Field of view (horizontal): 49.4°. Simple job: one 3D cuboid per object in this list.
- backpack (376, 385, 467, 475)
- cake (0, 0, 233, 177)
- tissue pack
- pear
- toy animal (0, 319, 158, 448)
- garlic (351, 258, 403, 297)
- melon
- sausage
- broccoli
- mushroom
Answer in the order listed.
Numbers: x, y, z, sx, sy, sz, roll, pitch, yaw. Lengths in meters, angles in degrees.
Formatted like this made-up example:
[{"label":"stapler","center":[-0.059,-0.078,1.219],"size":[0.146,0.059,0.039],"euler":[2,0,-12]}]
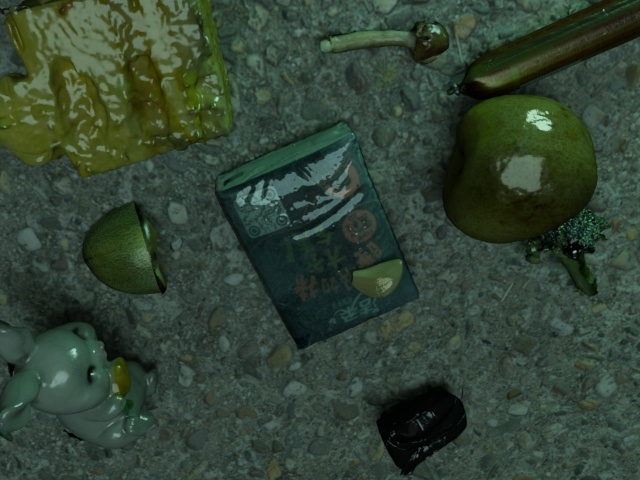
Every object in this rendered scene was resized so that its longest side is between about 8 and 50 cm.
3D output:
[{"label":"backpack","center":[0.189,0.345,1.300],"size":[0.165,0.106,0.119],"euler":[-28,121,-17]},{"label":"cake","center":[-0.271,-0.223,0.885],"size":[0.286,0.227,0.222],"euler":[-12,118,-1]},{"label":"tissue pack","center":[0.000,0.000,1.102],"size":[0.228,0.103,0.315],"euler":[-23,116,5]},{"label":"pear","center":[0.299,-0.101,1.039],"size":[0.212,0.188,0.228],"euler":[9,119,-3]},{"label":"toy animal","center":[-0.391,0.229,1.098],"size":[0.154,0.208,0.325],"euler":[-23,159,22]},{"label":"garlic","center":[0.089,0.061,1.066],"size":[0.083,0.041,0.053],"euler":[-12,111,2]},{"label":"melon","center":[-0.310,0.033,1.091],"size":[0.128,0.079,0.160],"euler":[-13,118,-2]},{"label":"sausage","center":[0.360,-0.288,1.022],"size":[0.372,0.082,0.082],"euler":[-23,117,5]},{"label":"broccoli","center":[0.433,0.028,1.185],"size":[0.122,0.118,0.204],"euler":[-49,134,-16]},{"label":"mushroom","center":[0.092,-0.281,1.002],"size":[0.187,0.060,0.061],"euler":[-3,124,0]}]
